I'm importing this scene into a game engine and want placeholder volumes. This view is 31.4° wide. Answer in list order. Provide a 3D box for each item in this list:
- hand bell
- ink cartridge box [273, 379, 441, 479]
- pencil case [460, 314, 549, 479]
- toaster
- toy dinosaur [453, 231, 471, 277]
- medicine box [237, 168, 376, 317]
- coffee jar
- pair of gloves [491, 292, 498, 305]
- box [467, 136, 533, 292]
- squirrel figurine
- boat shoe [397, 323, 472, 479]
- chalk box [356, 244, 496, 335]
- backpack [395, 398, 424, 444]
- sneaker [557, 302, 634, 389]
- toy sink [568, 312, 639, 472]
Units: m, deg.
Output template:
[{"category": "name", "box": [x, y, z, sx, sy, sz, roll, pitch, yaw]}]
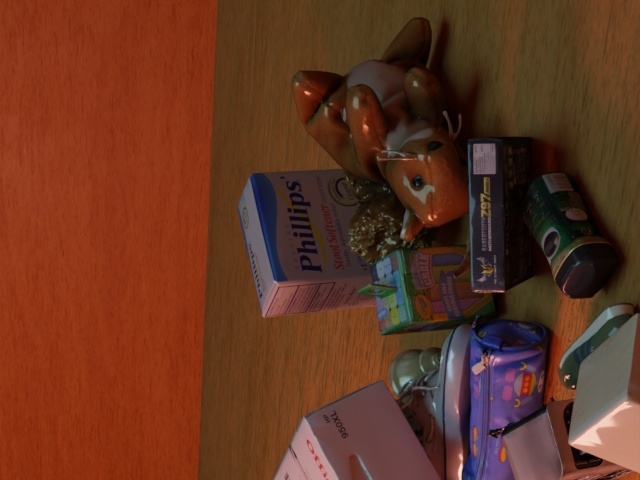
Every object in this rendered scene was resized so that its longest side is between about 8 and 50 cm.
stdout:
[{"category": "hand bell", "box": [0.223, 0.203, 2.038, 0.242, 0.126, 0.126, 122, 140, -55]}, {"category": "ink cartridge box", "box": [0.073, 0.459, 2.020, 0.285, 0.166, 0.395, 59, 158, 19]}, {"category": "pencil case", "box": [0.294, 0.275, 1.844, 0.119, 0.133, 0.306, 20, 115, 45]}, {"category": "toaster", "box": [0.359, 0.287, 1.610, 0.185, 0.168, 0.110, 127, 134, -60]}, {"category": "toy dinosaur", "box": [0.258, 0.009, 1.873, 0.064, 0.112, 0.211, 1, 52, 40]}, {"category": "medicine box", "box": [0.000, 0.000, 2.360, 0.149, 0.289, 0.263, 117, 143, -55]}, {"category": "coffee jar", "box": [0.363, -0.007, 1.672, 0.096, 0.079, 0.184, 112, 149, -44]}, {"category": "pair of gloves", "box": [0.283, 0.137, 2.006, 0.159, 0.023, 0.198, 148, 116, -66]}, {"category": "box", "box": [0.282, -0.045, 1.769, 0.059, 0.183, 0.232, 1, 97, 25]}, {"category": "squirrel figurine", "box": [0.159, -0.129, 2.042, 0.370, 0.281, 0.397, 53, 157, 40]}, {"category": "boat shoe", "box": [0.201, 0.285, 1.982, 0.156, 0.136, 0.367, 16, 132, 25]}, {"category": "chalk box", "box": [0.171, 0.087, 1.956, 0.132, 0.213, 0.132, 147, 117, -66]}, {"category": "backpack", "box": [0.161, 0.407, 2.207, 0.173, 0.158, 0.117, 57, 129, 30]}, {"category": "sneaker", "box": [0.400, 0.177, 1.624, 0.192, 0.064, 0.086, 113, 152, -46]}, {"category": "toy sink", "box": [0.445, 0.205, 1.377, 0.153, 0.234, 0.131, 117, 173, -56]}]
